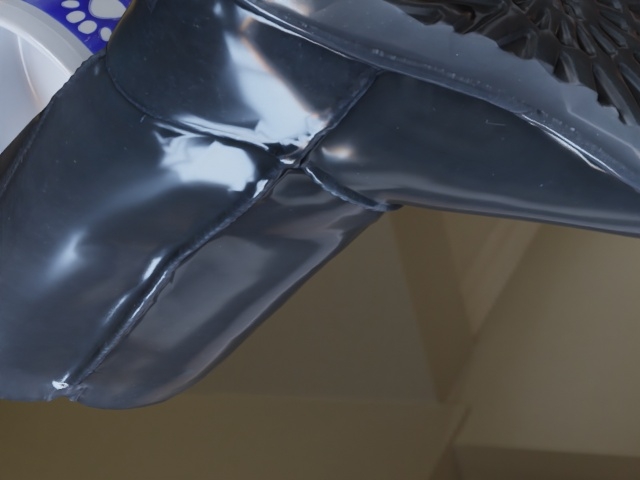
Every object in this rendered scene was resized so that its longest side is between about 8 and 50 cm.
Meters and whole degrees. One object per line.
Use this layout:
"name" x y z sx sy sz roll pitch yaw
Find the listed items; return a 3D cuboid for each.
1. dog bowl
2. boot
"dog bowl" -0.215 -0.103 1.014 0.104 0.264 0.265 -42 -54 -35
"boot" -0.002 -0.001 0.670 0.367 0.445 0.146 22 -131 -22
